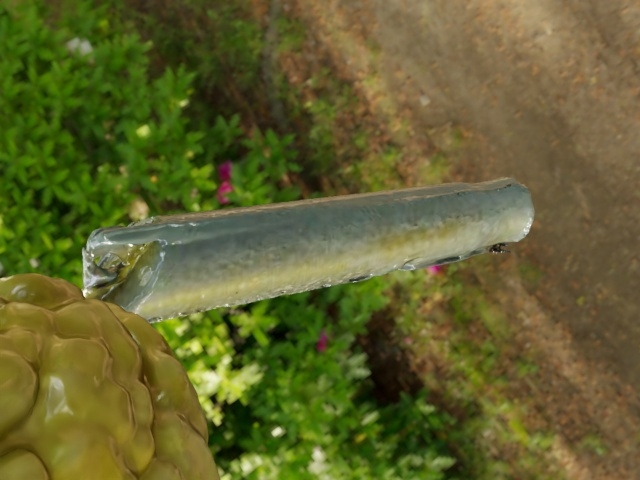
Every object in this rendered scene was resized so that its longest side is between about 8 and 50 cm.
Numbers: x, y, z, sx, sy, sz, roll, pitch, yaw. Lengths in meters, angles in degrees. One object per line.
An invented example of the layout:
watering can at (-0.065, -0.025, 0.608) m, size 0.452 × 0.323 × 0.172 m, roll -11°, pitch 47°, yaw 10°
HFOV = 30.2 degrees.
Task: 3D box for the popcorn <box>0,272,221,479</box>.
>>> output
popcorn at (-0.163, 0.118, 0.517) m, size 0.203 × 0.226 × 0.200 m, roll -14°, pitch 144°, yaw 34°

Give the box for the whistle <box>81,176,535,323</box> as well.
whistle at (-0.001, -0.001, 0.769) m, size 0.057 × 0.326 × 0.068 m, roll 50°, pitch 137°, yaw 42°
